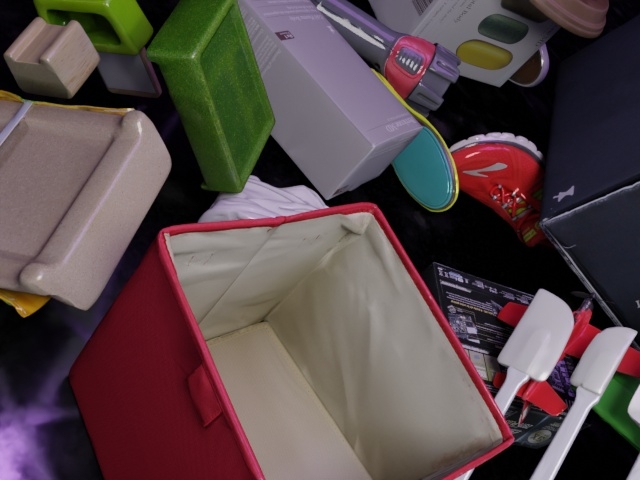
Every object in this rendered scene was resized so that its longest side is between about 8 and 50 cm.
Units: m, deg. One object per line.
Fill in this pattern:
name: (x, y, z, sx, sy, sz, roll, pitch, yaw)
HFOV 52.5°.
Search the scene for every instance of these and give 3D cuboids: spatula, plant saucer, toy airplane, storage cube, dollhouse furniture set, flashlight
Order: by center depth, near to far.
storage cube: (-0.032, 0.112, 0.438, 0.184, 0.193, 0.215, -10, 64, -42)
dollhouse furniture set: (-0.190, -0.057, 0.524, 0.198, 0.151, 0.301, 10, 56, 17)
spatula: (0.202, 0.165, 0.531, 0.168, 0.019, 0.242, 25, 70, 31)
toy airplane: (0.217, 0.104, 0.601, 0.028, 0.151, 0.151, 58, 26, -44)
flashlight: (0.049, -0.292, 0.918, 0.304, 0.103, 0.103, 29, 48, -9)
plant saucer: (0.351, -0.431, 1.005, 0.278, 0.041, 0.278, 22, 48, -26)

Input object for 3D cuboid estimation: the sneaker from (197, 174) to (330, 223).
sneaker: (0.000, 0.000, 0.638, 0.232, 0.090, 0.115, 29, 40, -17)

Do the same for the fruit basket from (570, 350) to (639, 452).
fruit basket: (0.381, 0.296, 0.592, 0.392, 0.392, 0.283, 15, 17, -28)

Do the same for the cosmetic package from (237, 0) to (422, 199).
cosmetic package: (-0.008, -0.175, 0.765, 0.238, 0.107, 0.127, 47, 38, 9)

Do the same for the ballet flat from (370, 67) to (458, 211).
ballet flat: (0.116, -0.137, 0.857, 0.231, 0.077, 0.077, 56, 26, 16)

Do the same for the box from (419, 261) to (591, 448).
box: (0.173, 0.122, 0.676, 0.180, 0.077, 0.147, 18, 48, -26)

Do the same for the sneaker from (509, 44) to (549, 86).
sneaker: (0.374, -0.411, 1.256, 0.123, 0.106, 0.290, -2, 57, -36)

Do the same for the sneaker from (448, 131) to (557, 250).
sneaker: (0.285, -0.053, 0.895, 0.279, 0.107, 0.118, 22, 51, -22)

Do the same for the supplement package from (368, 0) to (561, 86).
supplement package: (0.247, -0.419, 1.091, 0.263, 0.199, 0.198, 4, 55, -36)

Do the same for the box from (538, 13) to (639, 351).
box: (0.564, -0.047, 0.892, 0.472, 0.297, 0.480, 46, 40, -16)
